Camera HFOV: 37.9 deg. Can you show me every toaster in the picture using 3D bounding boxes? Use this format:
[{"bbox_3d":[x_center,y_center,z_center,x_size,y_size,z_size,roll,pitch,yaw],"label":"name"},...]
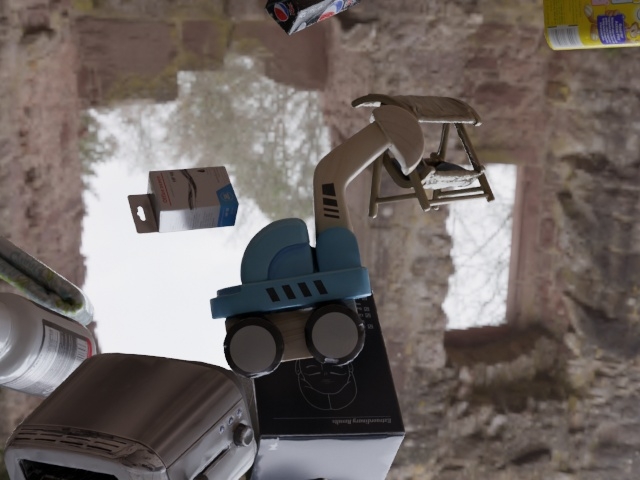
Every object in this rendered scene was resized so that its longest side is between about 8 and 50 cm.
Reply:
[{"bbox_3d":[-0.182,0.189,0.855,0.227,0.129,0.146,4,-154,25],"label":"toaster"}]

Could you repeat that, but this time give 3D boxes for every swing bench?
[{"bbox_3d":[0.218,-0.189,1.954,0.165,0.255,0.253,-6,-178,43],"label":"swing bench"}]

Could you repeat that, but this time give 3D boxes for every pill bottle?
[{"bbox_3d":[-0.588,0.202,1.813,0.176,0.176,0.318,7,164,19],"label":"pill bottle"}]

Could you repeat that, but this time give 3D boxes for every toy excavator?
[{"bbox_3d":[0.000,0.000,1.695,0.433,0.445,0.222,-9,177,-1],"label":"toy excavator"}]

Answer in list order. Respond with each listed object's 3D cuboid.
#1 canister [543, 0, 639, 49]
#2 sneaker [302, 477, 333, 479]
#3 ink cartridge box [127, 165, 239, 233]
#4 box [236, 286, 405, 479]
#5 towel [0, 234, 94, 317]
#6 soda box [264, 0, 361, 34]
[{"bbox_3d":[0.327,-0.267,0.997,0.170,0.126,0.073,8,-161,44],"label":"canister"},{"bbox_3d":[-0.004,0.406,1.444,0.086,0.064,0.192,-6,158,5],"label":"sneaker"},{"bbox_3d":[-0.248,-0.073,1.674,0.180,0.060,0.104,-6,-131,-22],"label":"ink cartridge box"},{"bbox_3d":[-0.017,0.304,1.984,0.293,0.212,0.395,2,-135,-13],"label":"box"},{"bbox_3d":[-0.692,0.070,2.149,0.374,0.090,0.320,35,170,-2],"label":"towel"},{"bbox_3d":[0.000,-0.362,1.367,0.169,0.053,0.060,-34,-102,-38],"label":"soda box"}]
